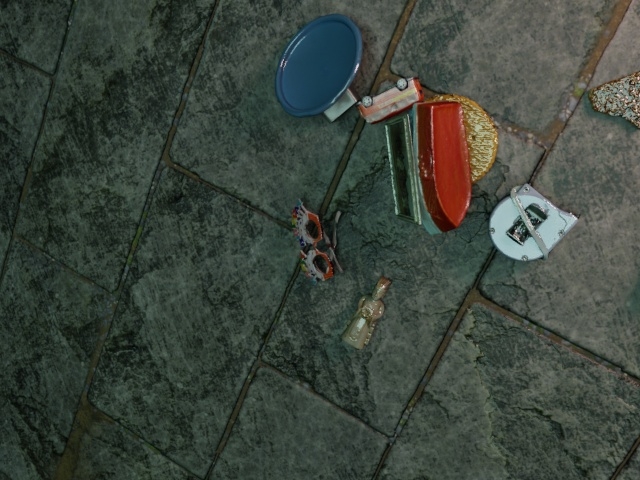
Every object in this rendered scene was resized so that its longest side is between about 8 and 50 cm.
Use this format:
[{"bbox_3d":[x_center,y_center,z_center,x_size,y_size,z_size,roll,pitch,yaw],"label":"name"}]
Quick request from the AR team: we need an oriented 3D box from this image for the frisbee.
[{"bbox_3d":[-0.001,-0.453,1.649,0.290,0.049,0.289,-13,68,36],"label":"frisbee"}]

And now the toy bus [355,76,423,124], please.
[{"bbox_3d":[0.181,-0.360,1.626,0.174,0.079,0.077,-23,96,23],"label":"toy bus"}]

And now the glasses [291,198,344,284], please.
[{"bbox_3d":[-0.009,0.002,1.772,0.162,0.095,0.255,-4,101,49],"label":"glasses"}]

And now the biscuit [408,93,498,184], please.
[{"bbox_3d":[0.324,-0.249,1.612,0.254,0.035,0.253,3,101,19],"label":"biscuit"}]

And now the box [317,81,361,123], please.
[{"bbox_3d":[0.048,-0.370,1.674,0.122,0.084,0.069,-37,95,23],"label":"box"}]

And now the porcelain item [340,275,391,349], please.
[{"bbox_3d":[0.134,0.199,1.753,0.084,0.054,0.213,30,107,12],"label":"porcelain item"}]

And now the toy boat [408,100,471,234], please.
[{"bbox_3d":[0.279,-0.175,1.555,0.133,0.145,0.331,7,107,55],"label":"toy boat"}]

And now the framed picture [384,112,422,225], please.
[{"bbox_3d":[0.205,-0.178,1.584,0.017,0.217,0.274,-9,96,-6],"label":"framed picture"}]

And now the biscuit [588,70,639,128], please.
[{"bbox_3d":[0.753,-0.328,1.442,0.237,0.026,0.131,-18,91,21],"label":"biscuit"}]

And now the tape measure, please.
[{"bbox_3d":[0.506,-0.036,1.545,0.182,0.107,0.181,34,102,10],"label":"tape measure"}]
